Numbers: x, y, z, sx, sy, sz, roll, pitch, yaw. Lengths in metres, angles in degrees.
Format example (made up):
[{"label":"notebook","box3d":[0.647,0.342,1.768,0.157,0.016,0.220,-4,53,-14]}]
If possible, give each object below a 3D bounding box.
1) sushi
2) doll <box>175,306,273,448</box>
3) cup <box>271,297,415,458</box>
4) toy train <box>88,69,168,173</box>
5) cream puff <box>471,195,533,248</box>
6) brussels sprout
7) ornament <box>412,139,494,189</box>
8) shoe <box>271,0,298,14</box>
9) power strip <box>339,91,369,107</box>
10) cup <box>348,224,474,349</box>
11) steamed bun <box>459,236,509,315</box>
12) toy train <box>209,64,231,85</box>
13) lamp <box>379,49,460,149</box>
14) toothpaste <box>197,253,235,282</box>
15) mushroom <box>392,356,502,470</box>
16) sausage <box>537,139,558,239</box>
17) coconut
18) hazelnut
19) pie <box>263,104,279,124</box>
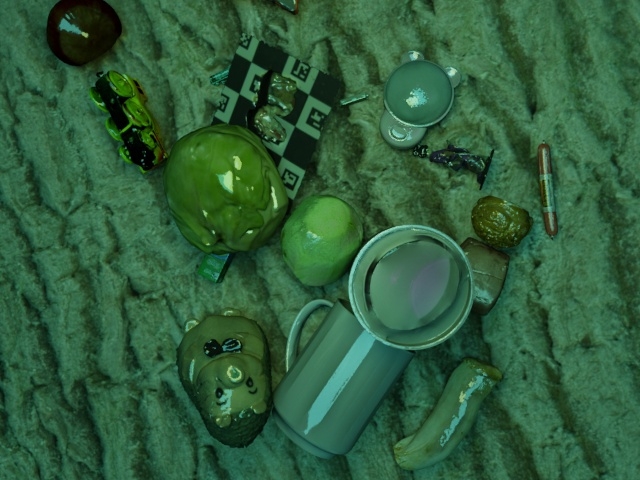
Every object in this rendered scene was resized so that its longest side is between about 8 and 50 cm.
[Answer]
[{"label":"sushi","box3d":[-0.122,-0.300,1.430,0.296,0.100,0.373,30,114,13]},{"label":"doll","box3d":[-0.228,0.323,1.346,0.247,0.247,0.350,-32,44,6]},{"label":"cup","box3d":[0.021,0.319,1.381,0.322,0.236,0.327,37,95,36]},{"label":"toy train","box3d":[-0.502,-0.318,1.484,0.100,0.160,0.296,-30,83,16]},{"label":"cream puff","box3d":[0.439,-0.041,1.351,0.165,0.150,0.115,17,101,-35]},{"label":"brussels sprout","box3d":[-0.234,-0.132,1.339,0.327,0.247,0.328,20,124,32]},{"label":"ornament","box3d":[0.338,-0.215,1.408,0.203,0.088,0.081,25,73,19]},{"label":"shoe","box3d":[-0.117,-0.669,1.455,0.336,0.132,0.171,-17,91,2]},{"label":"power strip","box3d":[0.089,-0.374,1.467,0.083,0.027,0.017,-18,86,6]},{"label":"cup","box3d":[0.192,0.090,1.265,0.253,0.371,0.254,0,92,4]},{"label":"steamed bun","box3d":[0.385,0.089,1.385,0.144,0.106,0.175,24,79,13]},{"label":"toy train","box3d":[-0.262,-0.451,1.508,0.092,0.045,0.029,-23,84,4]},{"label":"lamp","box3d":[0.238,-0.352,1.407,0.179,0.108,0.246,28,93,12]},{"label":"toothpaste","box3d":[-0.245,-0.017,1.496,0.065,0.050,0.267,26,93,8]},{"label":"mushroom","box3d":[0.321,0.445,1.395,0.122,0.095,0.351,40,94,26]},{"label":"sausage","box3d":[0.573,-0.127,1.393,0.034,0.034,0.254,-6,89,8]},{"label":"coconut","box3d":[0.000,0.000,1.389,0.204,0.236,0.236,-8,88,-19]},{"label":"hazelnut","box3d":[-0.649,-0.582,1.521,0.201,0.160,0.170,-32,99,-31]},{"label":"pie","box3d":[-0.099,-0.376,1.471,0.193,0.079,0.163,33,107,6]}]
